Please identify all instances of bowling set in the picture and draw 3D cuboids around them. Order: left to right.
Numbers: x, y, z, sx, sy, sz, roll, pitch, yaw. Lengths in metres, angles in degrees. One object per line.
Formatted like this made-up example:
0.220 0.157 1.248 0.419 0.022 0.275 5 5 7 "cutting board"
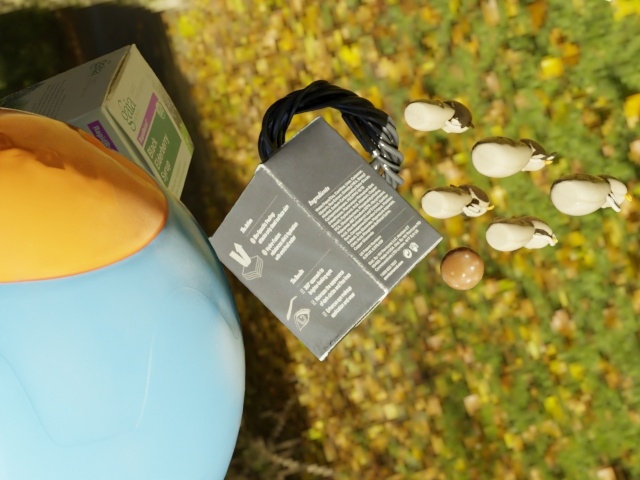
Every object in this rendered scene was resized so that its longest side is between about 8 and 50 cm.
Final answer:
0.209 -0.045 1.738 0.287 0.154 0.200 34 111 25 "bowling set"

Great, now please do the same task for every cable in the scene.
0.012 -0.093 1.492 0.184 0.151 0.047 81 -168 -45 "cable"

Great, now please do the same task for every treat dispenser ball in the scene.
-0.184 0.073 0.750 0.288 0.288 0.288 164 90 -80 "treat dispenser ball"

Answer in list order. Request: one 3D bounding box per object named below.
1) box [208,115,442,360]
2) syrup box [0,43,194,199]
0.000 0.000 1.273 0.158 0.093 0.156 45 144 3 "box"
-0.212 -0.036 0.956 0.093 0.237 0.096 -83 -30 -56 "syrup box"
